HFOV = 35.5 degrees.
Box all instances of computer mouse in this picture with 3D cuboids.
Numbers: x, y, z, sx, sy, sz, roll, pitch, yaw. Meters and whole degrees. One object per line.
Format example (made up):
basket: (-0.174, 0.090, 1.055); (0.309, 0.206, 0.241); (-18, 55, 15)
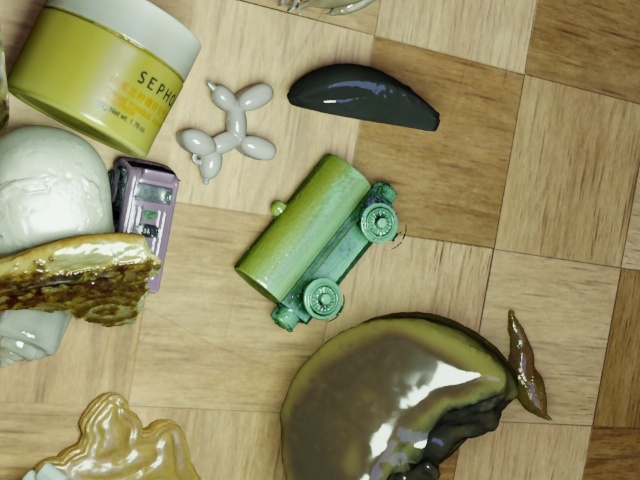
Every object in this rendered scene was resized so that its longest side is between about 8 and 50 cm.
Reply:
computer mouse: (0.077, -0.242, 1.644); (0.270, 0.137, 0.086); (7, 103, -27)

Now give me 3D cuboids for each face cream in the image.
face cream: (-0.302, -0.241, 1.395); (0.218, 0.218, 0.179); (28, 84, -28)

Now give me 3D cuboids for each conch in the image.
conch: (-0.419, 0.112, 1.475); (0.104, 0.094, 0.176); (31, 55, -15)

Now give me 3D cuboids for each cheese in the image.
cheese: (-0.386, -0.067, 1.410); (0.198, 0.154, 0.189); (5, 98, -22)

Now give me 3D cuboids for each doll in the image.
doll: (-0.148, -0.170, 1.578); (0.160, 0.059, 0.161); (-6, 100, -27)

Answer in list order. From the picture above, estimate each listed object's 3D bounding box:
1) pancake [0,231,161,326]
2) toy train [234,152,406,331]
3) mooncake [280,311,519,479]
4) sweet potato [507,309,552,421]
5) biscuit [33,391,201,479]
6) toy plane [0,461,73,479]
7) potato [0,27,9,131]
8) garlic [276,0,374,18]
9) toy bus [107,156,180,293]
pancake: (-0.341, 0.067, 1.406); (0.266, 0.244, 0.057); (-15, 62, 6)
toy train: (0.002, -0.001, 1.644); (0.189, 0.126, 0.307); (44, 77, -25)
mooncake: (0.141, 0.314, 1.634); (0.394, 0.246, 0.393); (-14, 85, 7)
sweet potato: (0.386, 0.245, 1.927); (0.068, 0.068, 0.226); (-16, 86, -26)
biscuit: (-0.309, 0.423, 1.582); (0.269, 0.051, 0.375); (-13, 102, -28)
toy plane: (-0.415, 0.443, 1.454); (0.252, 0.118, 0.252); (2, 98, 12)
potato: (-0.529, -0.269, 1.282); (0.243, 0.242, 0.285); (-12, 106, -26)
garlic: (0.033, -0.497, 1.604); (0.292, 0.210, 0.237); (-40, 147, -22)
toy bus: (-0.276, -0.023, 1.501); (0.096, 0.108, 0.198); (10, 92, -29)
